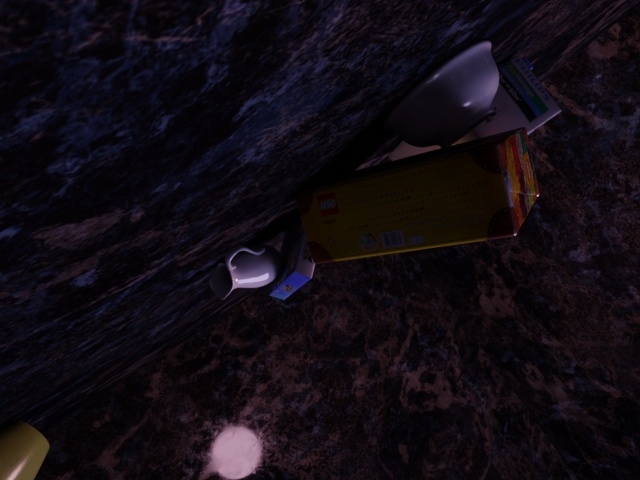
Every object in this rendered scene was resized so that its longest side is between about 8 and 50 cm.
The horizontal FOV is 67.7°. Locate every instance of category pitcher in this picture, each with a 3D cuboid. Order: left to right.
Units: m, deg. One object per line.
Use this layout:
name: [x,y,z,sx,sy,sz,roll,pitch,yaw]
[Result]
pitcher: [-0.206,0.067,1.396,0.207,0.125,0.178,-20,148,-43]

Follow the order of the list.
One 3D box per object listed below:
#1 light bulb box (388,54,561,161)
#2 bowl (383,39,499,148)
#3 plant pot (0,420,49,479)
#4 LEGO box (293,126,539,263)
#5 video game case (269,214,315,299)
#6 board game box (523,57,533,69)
light bulb box: [0.475,-0.339,1.509,0.361,0.225,0.358,-33,175,-27]
bowl: [0.304,-0.308,1.115,0.298,0.134,0.298,-36,177,-2]
plant pot: [-0.984,0.709,1.436,0.275,0.275,0.293,-39,-170,40]
LEGO box: [0.250,-0.113,1.206,0.500,0.193,0.372,-10,-169,32]
video game case: [-0.071,0.035,1.480,0.269,0.061,0.244,137,-29,-61]
board game box: [0.632,-0.544,1.709,0.210,0.047,0.160,-35,176,-8]
